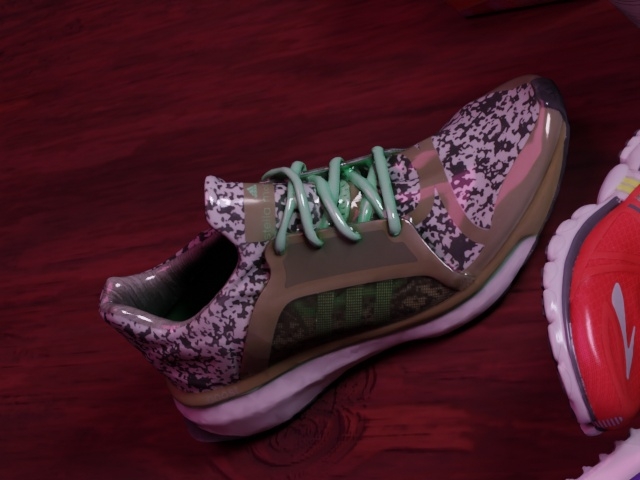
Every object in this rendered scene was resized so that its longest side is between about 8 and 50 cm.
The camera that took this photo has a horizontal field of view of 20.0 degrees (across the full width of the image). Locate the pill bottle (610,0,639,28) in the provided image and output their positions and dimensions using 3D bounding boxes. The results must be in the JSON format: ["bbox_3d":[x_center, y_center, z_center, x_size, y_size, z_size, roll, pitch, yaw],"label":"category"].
[{"bbox_3d":[0.235,-0.208,1.222,0.123,0.219,0.122,-26,47,32],"label":"pill bottle"}]

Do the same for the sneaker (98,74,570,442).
[{"bbox_3d":[0.000,0.000,1.347,0.410,0.182,0.158,-37,42,21],"label":"sneaker"}]

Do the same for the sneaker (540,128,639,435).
[{"bbox_3d":[0.224,0.006,1.128,0.118,0.107,0.279,-4,38,36],"label":"sneaker"}]

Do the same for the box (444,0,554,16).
[{"bbox_3d":[0.168,-0.348,1.453,0.154,0.142,0.300,-4,61,44],"label":"box"}]

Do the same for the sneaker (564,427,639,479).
[{"bbox_3d":[0.205,0.199,1.060,0.293,0.102,0.146,-46,40,11],"label":"sneaker"}]
